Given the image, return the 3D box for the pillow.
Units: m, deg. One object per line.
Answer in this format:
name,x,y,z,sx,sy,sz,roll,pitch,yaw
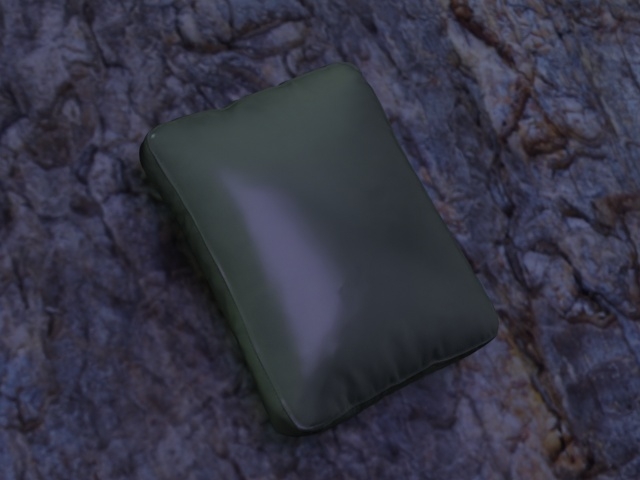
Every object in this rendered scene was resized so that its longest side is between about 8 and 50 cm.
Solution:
pillow,0.000,0.000,1.449,0.255,0.120,0.322,-25,82,-28
